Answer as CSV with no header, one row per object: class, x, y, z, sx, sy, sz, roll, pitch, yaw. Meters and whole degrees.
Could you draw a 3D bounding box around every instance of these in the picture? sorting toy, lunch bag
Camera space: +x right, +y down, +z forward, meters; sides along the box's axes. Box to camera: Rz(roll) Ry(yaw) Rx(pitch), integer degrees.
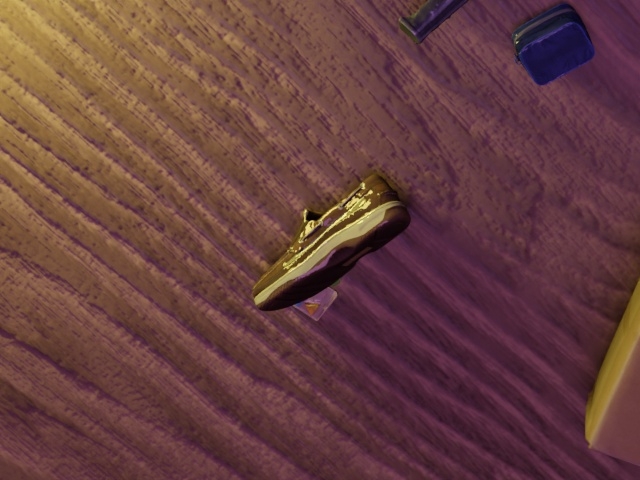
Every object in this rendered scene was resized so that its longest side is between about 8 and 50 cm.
sorting toy,-0.007,0.072,1.778,0.062,0.012,0.083,35,114,-7
lunch bag,0.290,-0.248,1.570,0.098,0.065,0.067,-26,122,17

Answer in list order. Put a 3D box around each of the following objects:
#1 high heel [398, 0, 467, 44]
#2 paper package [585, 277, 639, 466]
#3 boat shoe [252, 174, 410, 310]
high heel,0.107,-0.397,1.543,0.186,0.093,0.261,-42,89,-1
paper package,0.546,0.161,1.627,0.309,0.168,0.325,19,118,7
boat shoe,0.004,0.001,1.717,0.257,0.095,0.095,-34,69,17
